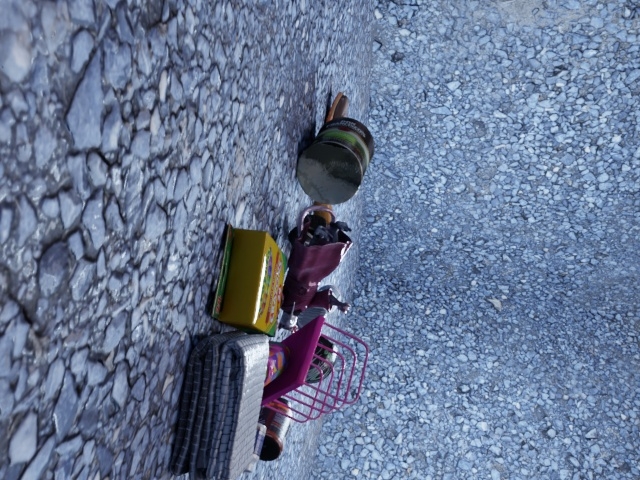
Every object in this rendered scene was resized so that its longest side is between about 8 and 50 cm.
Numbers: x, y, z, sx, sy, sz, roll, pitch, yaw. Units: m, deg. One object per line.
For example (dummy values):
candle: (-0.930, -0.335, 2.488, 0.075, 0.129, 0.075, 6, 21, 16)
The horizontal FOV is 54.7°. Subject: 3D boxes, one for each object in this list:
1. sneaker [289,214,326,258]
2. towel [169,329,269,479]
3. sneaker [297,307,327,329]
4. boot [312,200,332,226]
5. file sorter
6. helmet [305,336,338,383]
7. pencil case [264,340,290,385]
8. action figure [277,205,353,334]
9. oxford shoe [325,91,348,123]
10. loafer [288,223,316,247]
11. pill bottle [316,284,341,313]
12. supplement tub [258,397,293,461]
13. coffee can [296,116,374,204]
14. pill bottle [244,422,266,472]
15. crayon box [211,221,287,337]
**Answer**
sneaker: (-0.036, 0.053, 2.032, 0.124, 0.107, 0.283, 99, 6, -46)
towel: (-0.193, 0.325, 1.232, 0.235, 0.121, 0.283, 44, 54, -82)
sneaker: (-0.028, 0.303, 2.319, 0.281, 0.105, 0.115, -44, 143, -76)
boot: (0.020, -0.060, 2.178, 0.152, 0.073, 0.197, -120, -154, -73)
file sorter: (-0.021, 0.377, 1.735, 0.291, 0.182, 0.202, -42, -157, 52)
helmet: (-0.032, 0.427, 2.191, 0.161, 0.169, 0.169, -50, 156, -28)
pencil case: (-0.146, 0.314, 1.572, 0.236, 0.105, 0.104, 27, 73, -81)
action figure: (-0.062, 0.107, 1.772, 0.370, 0.248, 0.275, -65, -145, 24)
oxford shoe: (0.081, -0.353, 2.254, 0.130, 0.133, 0.363, -44, 142, -75)
loafer: (0.000, 0.000, 1.914, 0.078, 0.223, 0.076, -47, -131, 25)
pill bottle: (0.023, 0.252, 2.590, 0.180, 0.108, 0.107, -33, 131, -79)
supplement tub: (-0.140, 0.551, 1.834, 0.198, 0.106, 0.106, -61, 159, -65)
coffee can: (0.054, -0.255, 1.949, 0.275, 0.202, 0.201, -65, 162, -61)
pill bottle: (-0.189, 0.545, 1.634, 0.067, 0.067, 0.120, 85, 16, -59)
crayon box: (-0.148, 0.098, 1.366, 0.318, 0.081, 0.202, 64, 33, -75)
